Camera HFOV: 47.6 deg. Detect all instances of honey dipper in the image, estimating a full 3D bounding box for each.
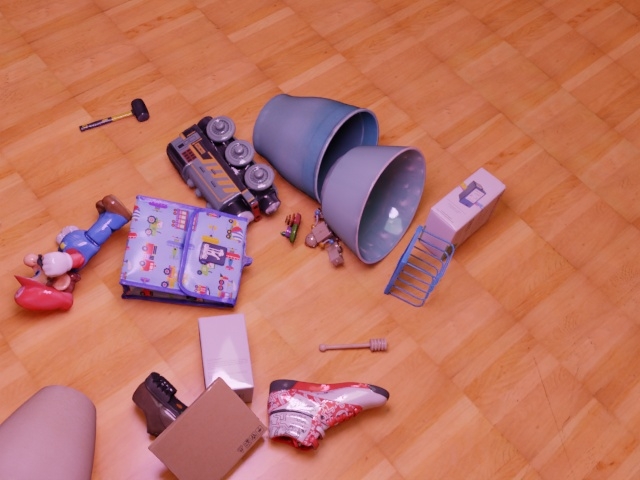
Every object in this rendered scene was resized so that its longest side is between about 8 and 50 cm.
[{"bbox_3d":[0.076,0.250,1.722,0.161,0.030,0.030,-2,59,-8],"label":"honey dipper"}]

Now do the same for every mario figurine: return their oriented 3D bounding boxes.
[{"bbox_3d":[-0.589,0.017,1.668,0.170,0.198,0.320,29,65,15],"label":"mario figurine"}]

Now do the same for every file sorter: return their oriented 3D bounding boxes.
[{"bbox_3d":[0.242,0.070,1.778,0.105,0.170,0.118,28,58,4],"label":"file sorter"}]

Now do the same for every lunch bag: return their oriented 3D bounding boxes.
[{"bbox_3d":[-0.309,0.038,1.730,0.293,0.138,0.220,9,69,-10],"label":"lunch bag"}]

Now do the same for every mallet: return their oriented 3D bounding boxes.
[{"bbox_3d":[-0.560,-0.327,1.986,0.190,0.039,0.062,-29,69,-18],"label":"mallet"}]

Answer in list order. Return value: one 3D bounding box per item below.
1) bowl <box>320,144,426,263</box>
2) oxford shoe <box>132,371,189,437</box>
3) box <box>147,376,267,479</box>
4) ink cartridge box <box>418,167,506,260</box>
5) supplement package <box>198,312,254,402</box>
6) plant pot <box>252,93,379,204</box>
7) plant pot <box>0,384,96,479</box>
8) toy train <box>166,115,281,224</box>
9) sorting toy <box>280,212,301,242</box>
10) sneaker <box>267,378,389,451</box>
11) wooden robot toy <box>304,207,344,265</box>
[{"bbox_3d":[0.115,-0.115,1.817,0.163,0.311,0.311,28,57,27],"label":"bowl"},{"bbox_3d":[-0.315,0.396,1.556,0.096,0.083,0.227,-44,80,4],"label":"oxford shoe"},{"bbox_3d":[-0.229,0.408,1.502,0.201,0.021,0.164,-45,109,-21],"label":"box"},{"bbox_3d":[0.368,-0.068,1.889,0.212,0.154,0.093,-36,68,-25],"label":"ink cartridge box"},{"bbox_3d":[-0.212,0.267,1.623,0.105,0.105,0.179,-5,60,-11],"label":"supplement package"},{"bbox_3d":[-0.026,-0.260,1.901,0.255,0.271,0.271,29,58,27],"label":"plant pot"},{"bbox_3d":[-0.549,0.427,1.412,0.257,0.256,0.274,12,42,-1],"label":"plant pot"},{"bbox_3d":[-0.250,-0.174,1.883,0.190,0.142,0.334,-35,71,-11],"label":"toy train"},{"bbox_3d":[-0.079,-0.032,1.856,0.042,0.061,0.102,14,35,1],"label":"sorting toy"},{"bbox_3d":[0.017,0.389,1.593,0.270,0.090,0.144,4,59,-2],"label":"sneaker"},{"bbox_3d":[0.000,0.000,1.860,0.079,0.076,0.173,-32,63,14],"label":"wooden robot toy"}]
